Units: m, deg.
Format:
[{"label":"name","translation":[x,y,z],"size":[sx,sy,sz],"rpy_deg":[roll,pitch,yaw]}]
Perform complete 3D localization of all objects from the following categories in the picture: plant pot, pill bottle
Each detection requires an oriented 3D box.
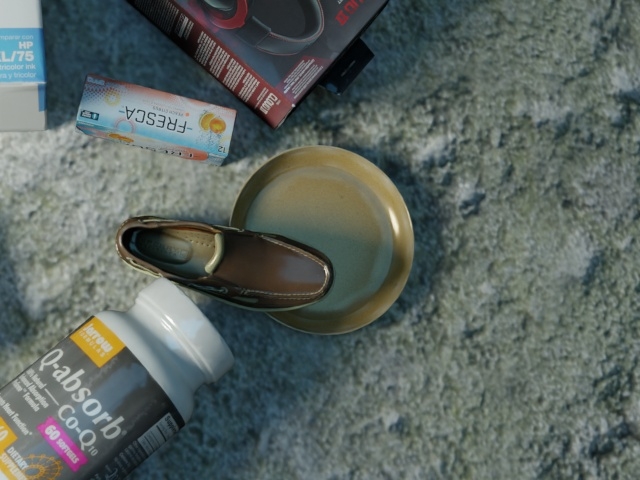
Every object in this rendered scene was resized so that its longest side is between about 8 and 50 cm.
[{"label":"plant pot","translation":[0.000,0.000,1.288],"size":[0.236,0.032,0.236],"rpy_deg":[3,81,-16]},{"label":"pill bottle","translation":[-0.239,0.175,1.126],"size":[0.278,0.162,0.162],"rpy_deg":[-41,93,-17]}]

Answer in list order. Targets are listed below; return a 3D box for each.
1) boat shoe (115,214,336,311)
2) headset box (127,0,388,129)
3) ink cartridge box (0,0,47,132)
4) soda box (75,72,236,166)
[{"label":"boat shoe","translation":[-0.111,0.027,1.190],"size":[0.258,0.095,0.095],"rpy_deg":[8,85,1]},{"label":"headset box","translation":[-0.065,-0.298,1.278],"size":[0.293,0.110,0.218],"rpy_deg":[42,73,-5]},{"label":"ink cartridge box","translation":[-0.407,-0.268,1.135],"size":[0.197,0.198,0.270],"rpy_deg":[-5,83,-15]},{"label":"soda box","translation":[-0.196,-0.142,1.244],"size":[0.183,0.058,0.063],"rpy_deg":[13,78,-12]}]
